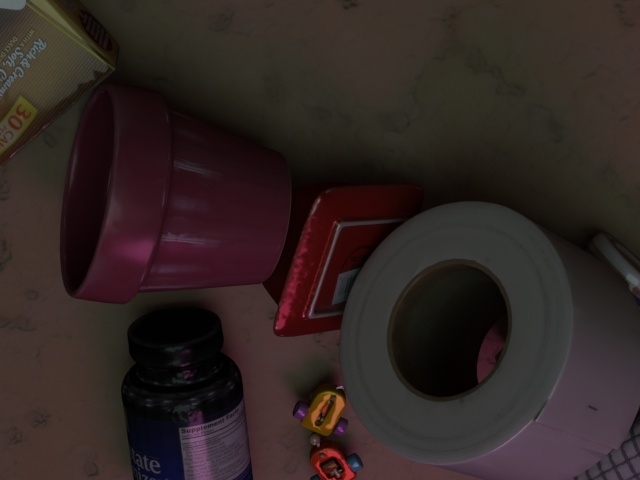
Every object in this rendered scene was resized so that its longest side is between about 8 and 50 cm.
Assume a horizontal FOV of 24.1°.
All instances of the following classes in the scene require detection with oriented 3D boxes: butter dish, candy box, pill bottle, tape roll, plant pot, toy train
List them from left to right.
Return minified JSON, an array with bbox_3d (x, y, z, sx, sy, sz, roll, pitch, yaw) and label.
[{"bbox_3d":[-0.355,-0.223,1.352,0.183,0.087,0.316,-39,109,11],"label":"candy box"},{"bbox_3d":[-0.132,-0.033,1.395,0.180,0.201,0.201,9,111,-21],"label":"plant pot"},{"bbox_3d":[-0.135,0.184,1.511,0.123,0.123,0.219,-6,112,-1],"label":"pill bottle"},{"bbox_3d":[0.000,0.000,1.456,0.160,0.118,0.159,-5,120,-47],"label":"butter dish"},{"bbox_3d":[0.042,0.187,1.567,0.166,0.046,0.125,-35,112,13],"label":"toy train"},{"bbox_3d":[0.162,0.100,1.405,0.246,0.246,0.169,-48,143,14],"label":"tape roll"},{"bbox_3d":[0.258,0.082,1.510,0.094,0.094,0.169,38,104,-16],"label":"pill bottle"}]

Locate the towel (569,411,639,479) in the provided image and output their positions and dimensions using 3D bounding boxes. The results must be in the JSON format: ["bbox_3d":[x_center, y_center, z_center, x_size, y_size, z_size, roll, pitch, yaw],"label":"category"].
[{"bbox_3d":[0.395,0.294,1.516,0.235,0.121,0.283,-40,83,37],"label":"towel"}]
